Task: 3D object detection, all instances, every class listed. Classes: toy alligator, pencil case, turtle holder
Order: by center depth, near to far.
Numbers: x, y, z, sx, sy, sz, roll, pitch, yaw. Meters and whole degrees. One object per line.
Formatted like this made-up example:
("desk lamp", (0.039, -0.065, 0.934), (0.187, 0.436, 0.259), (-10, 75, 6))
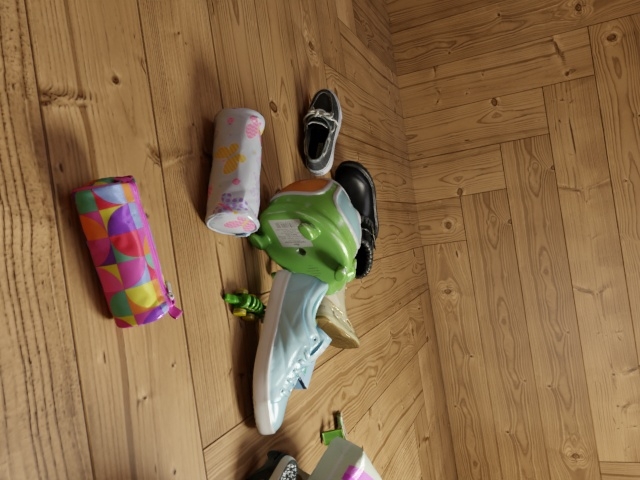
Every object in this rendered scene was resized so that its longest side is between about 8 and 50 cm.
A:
("pencil case", (-0.295, 0.018, 0.813), (0.104, 0.105, 0.236), (-46, 123, -63))
("pencil case", (-0.180, -0.147, 1.132), (0.124, 0.114, 0.273), (79, 11, -68))
("toy alligator", (-0.146, 0.151, 1.182), (0.190, 0.051, 0.056), (45, 43, -55))
("turtle holder", (0.006, -0.011, 1.301), (0.320, 0.243, 0.227), (39, 50, -15))

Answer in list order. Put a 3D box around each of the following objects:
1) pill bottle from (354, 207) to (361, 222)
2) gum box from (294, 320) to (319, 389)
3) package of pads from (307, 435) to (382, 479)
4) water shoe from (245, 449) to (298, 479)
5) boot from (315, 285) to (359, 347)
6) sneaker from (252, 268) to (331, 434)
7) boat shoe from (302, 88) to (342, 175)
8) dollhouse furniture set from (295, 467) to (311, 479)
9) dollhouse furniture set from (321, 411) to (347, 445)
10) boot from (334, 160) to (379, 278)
("pill bottle", (0.039, -0.057, 1.597), (0.229, 0.131, 0.131), (-8, 90, -67))
("gum box", (-0.055, 0.263, 1.374), (0.184, 0.041, 0.157), (-69, 143, -49))
("package of pads", (0.024, 0.617, 1.156), (0.296, 0.101, 0.229), (-52, 137, -27))
("water shoe", (-0.126, 0.526, 1.078), (0.203, 0.080, 0.073), (-47, 126, -32))
("boot", (0.052, 0.202, 1.593), (0.262, 0.095, 0.203), (47, 39, -47))
("sneaker", (-0.056, 0.246, 1.171), (0.135, 0.150, 0.365), (62, 35, -74))
("boat shoe", (-0.003, -0.357, 1.631), (0.105, 0.113, 0.306), (67, 32, -65))
("dollhouse furniture set", (-0.051, 0.632, 1.234), (0.161, 0.101, 0.182), (-58, 141, -22))
("dollhouse furniture set", (0.041, 0.553, 1.527), (0.151, 0.059, 0.076), (53, 23, -84))
("boot", (0.117, -0.071, 1.791), (0.260, 0.131, 0.347), (-65, 141, -54))
